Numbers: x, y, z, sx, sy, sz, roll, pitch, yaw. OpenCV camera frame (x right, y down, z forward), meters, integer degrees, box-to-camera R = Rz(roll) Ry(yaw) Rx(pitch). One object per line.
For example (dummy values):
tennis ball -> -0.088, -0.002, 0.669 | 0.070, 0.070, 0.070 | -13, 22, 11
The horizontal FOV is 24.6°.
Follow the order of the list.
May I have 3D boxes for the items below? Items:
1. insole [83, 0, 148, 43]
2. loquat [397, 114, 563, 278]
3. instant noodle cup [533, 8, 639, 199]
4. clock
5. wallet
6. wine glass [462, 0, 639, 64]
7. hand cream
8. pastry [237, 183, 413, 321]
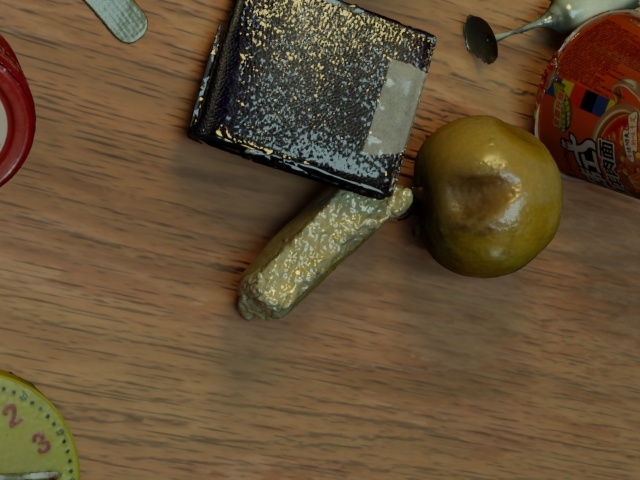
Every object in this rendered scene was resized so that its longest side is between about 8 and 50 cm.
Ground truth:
insole -> -0.268, -0.308, 1.709 | 0.064, 0.004, 0.188 | -44, 113, -12
loquat -> 0.207, -0.054, 1.872 | 0.213, 0.213, 0.213 | -4, 100, -25
instant noodle cup -> 0.434, -0.163, 1.934 | 0.250, 0.192, 0.250 | -14, 118, -27
clock -> -0.411, 0.289, 1.701 | 0.277, 0.071, 0.293 | -38, 112, -15
wallet -> -0.009, -0.187, 1.782 | 0.262, 0.071, 0.220 | 17, 81, -9
wine glass -> 0.318, -0.301, 1.958 | 0.262, 0.074, 0.074 | -21, 107, -23
hand cream -> -0.406, -0.143, 1.579 | 0.193, 0.125, 0.193 | -7, 117, -15
pastry -> 0.001, 0.002, 1.823 | 0.258, 0.121, 0.089 | -45, 109, -12
